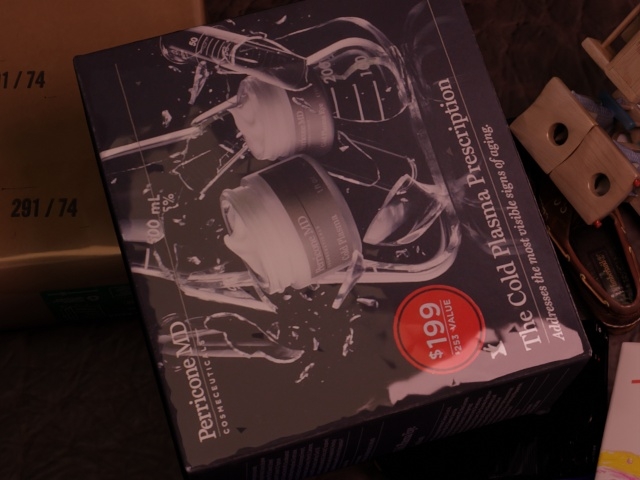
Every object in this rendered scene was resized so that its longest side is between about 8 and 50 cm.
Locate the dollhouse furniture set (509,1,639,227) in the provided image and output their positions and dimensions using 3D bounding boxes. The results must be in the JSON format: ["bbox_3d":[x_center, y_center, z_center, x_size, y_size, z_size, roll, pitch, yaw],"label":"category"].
[{"bbox_3d":[0.294,-0.116,1.337,0.184,0.129,0.129,-50,60,28],"label":"dollhouse furniture set"}]

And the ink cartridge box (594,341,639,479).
[{"bbox_3d":[0.333,0.197,1.207,0.207,0.119,0.353,-2,54,30],"label":"ink cartridge box"}]

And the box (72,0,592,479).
[{"bbox_3d":[0.000,0.000,1.200,0.312,0.179,0.343,-16,72,-7],"label":"box"}]

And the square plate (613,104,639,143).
[{"bbox_3d":[0.478,-0.053,1.402,0.344,0.049,0.347,-25,69,-4],"label":"square plate"}]

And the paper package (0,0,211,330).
[{"bbox_3d":[-0.249,-0.082,1.419,0.324,0.168,0.310,-6,71,2],"label":"paper package"}]

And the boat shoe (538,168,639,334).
[{"bbox_3d":[0.246,-0.015,1.398,0.073,0.073,0.207,-26,68,-2],"label":"boat shoe"}]

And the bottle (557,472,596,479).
[{"bbox_3d":[0.176,0.305,1.273,0.118,0.092,0.283,10,70,16],"label":"bottle"}]

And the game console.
[{"bbox_3d":[0.158,0.046,1.357,0.213,0.044,0.361,-9,59,29],"label":"game console"}]
